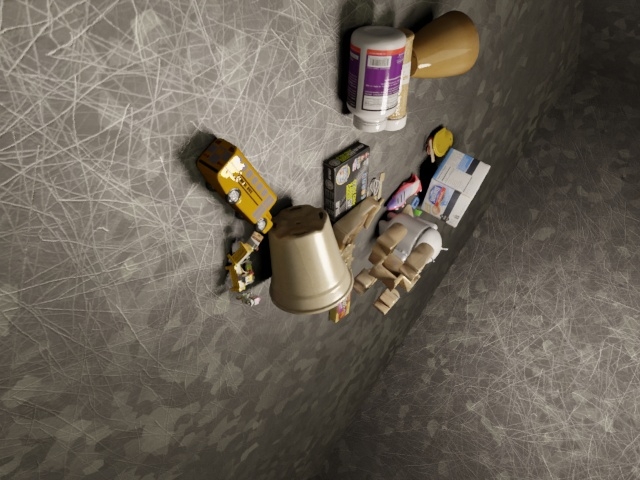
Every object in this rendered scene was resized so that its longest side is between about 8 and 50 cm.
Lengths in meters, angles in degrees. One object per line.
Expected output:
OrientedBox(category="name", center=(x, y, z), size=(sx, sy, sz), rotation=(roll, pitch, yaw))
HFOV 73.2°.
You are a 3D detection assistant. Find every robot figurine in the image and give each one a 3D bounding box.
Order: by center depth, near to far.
OrientedBox(category="robot figurine", center=(0.461, -0.010, 2.185), size=(0.300, 0.353, 0.200), rotation=(-42, 146, -21))

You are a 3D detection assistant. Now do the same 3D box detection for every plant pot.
OrientedBox(category="plant pot", center=(-0.060, 0.049, 1.600), size=(0.333, 0.333, 0.306), rotation=(-35, 131, -31))
OrientedBox(category="plant pot", center=(0.426, -0.722, 1.655), size=(0.254, 0.237, 0.237), rotation=(-27, 139, -20))

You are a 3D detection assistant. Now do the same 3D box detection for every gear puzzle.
OrientedBox(category="gear puzzle", center=(0.078, 0.146, 2.095), size=(0.175, 0.044, 0.339), rotation=(-24, 136, -31))

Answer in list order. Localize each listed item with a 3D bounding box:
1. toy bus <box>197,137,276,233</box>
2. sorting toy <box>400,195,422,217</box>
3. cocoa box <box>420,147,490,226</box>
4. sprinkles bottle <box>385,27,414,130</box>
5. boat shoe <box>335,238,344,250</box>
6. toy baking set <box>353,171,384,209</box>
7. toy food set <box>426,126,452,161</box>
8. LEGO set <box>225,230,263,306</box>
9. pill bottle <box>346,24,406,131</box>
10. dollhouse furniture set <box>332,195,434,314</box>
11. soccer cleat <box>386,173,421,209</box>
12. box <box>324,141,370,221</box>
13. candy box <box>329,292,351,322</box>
OrientedBox(category="toy bus", center=(-0.240, -0.154, 1.326), size=(0.130, 0.108, 0.333), rotation=(-53, 148, -10))
OrientedBox(category="sorting toy", center=(0.474, -0.084, 2.430), size=(0.348, 0.047, 0.196), rotation=(-51, 148, -9))
OrientedBox(category="cocoa box", center=(0.714, -0.279, 2.321), size=(0.231, 0.227, 0.347), rotation=(-56, 165, -18))
OrientedBox(category="sprinkles bottle", center=(0.276, -0.598, 1.626), size=(0.121, 0.121, 0.356), rotation=(-37, 143, -29))
OrientedBox(category="boat shoe", center=(0.015, 0.003, 1.778), size=(0.063, 0.170, 0.059), rotation=(-52, 172, -34))
OrientedBox(category="toy baking set", center=(0.244, -0.189, 2.034), size=(0.256, 0.030, 0.197), rotation=(-50, 148, -12))
OrientedBox(category="toy food set", center=(0.594, -0.499, 2.218), size=(0.218, 0.071, 0.128), rotation=(-37, 119, -33))
OrientedBox(category="LEGO set", center=(-0.249, 0.080, 1.518), size=(0.107, 0.132, 0.287), rotation=(-25, 131, -54))
OrientedBox(category="pill bottle", center=(0.185, -0.550, 1.485), size=(0.181, 0.181, 0.323), rotation=(-33, 142, -33))
OrientedBox(category="dollhouse furniture set", center=(0.259, 0.038, 1.832), size=(0.256, 0.394, 0.362), rotation=(-40, 162, -36))
OrientedBox(category="soccer cleat", center=(0.419, -0.243, 2.201), size=(0.248, 0.083, 0.095), rotation=(-36, 114, -23))
OrientedBox(category="box", center=(0.109, -0.239, 1.774), size=(0.216, 0.060, 0.270), rotation=(-37, 143, -32))
OrientedBox(category="candy box", center=(0.106, 0.338, 2.296), size=(0.109, 0.053, 0.187), rotation=(-31, 141, -36))
